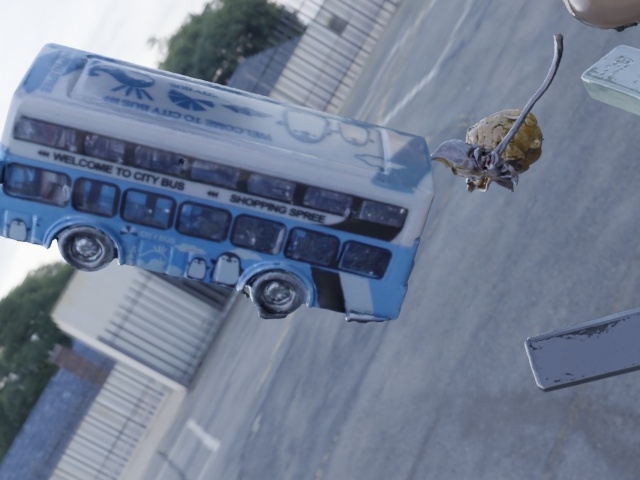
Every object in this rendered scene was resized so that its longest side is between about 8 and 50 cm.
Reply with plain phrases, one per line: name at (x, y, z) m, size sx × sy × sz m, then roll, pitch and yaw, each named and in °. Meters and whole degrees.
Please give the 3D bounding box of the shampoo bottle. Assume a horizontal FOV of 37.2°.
shampoo bottle at (0.401, 0.134, 1.252) m, size 0.246 × 0.079 × 0.080 m, roll -18°, pitch -10°, yaw 20°

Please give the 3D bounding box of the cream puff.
cream puff at (0.317, -0.166, 1.641) m, size 0.119 × 0.133 × 0.104 m, roll 111°, pitch 165°, yaw -71°

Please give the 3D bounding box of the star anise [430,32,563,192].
star anise at (0.282, -0.195, 1.478) m, size 0.227 × 0.148 × 0.218 m, roll -63°, pitch 1°, yaw -10°

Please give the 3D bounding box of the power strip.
power strip at (0.508, -0.227, 1.422) m, size 0.093 × 0.053 × 0.288 m, roll -37°, pitch 27°, yaw -4°

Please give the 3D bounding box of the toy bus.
toy bus at (-0.074, -0.036, 0.672) m, size 0.106 × 0.297 × 0.131 m, roll -89°, pitch 15°, yaw -56°

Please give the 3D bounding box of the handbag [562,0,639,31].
handbag at (0.395, -0.396, 1.042) m, size 0.302 × 0.283 × 0.149 m, roll -15°, pitch 17°, yaw 13°
